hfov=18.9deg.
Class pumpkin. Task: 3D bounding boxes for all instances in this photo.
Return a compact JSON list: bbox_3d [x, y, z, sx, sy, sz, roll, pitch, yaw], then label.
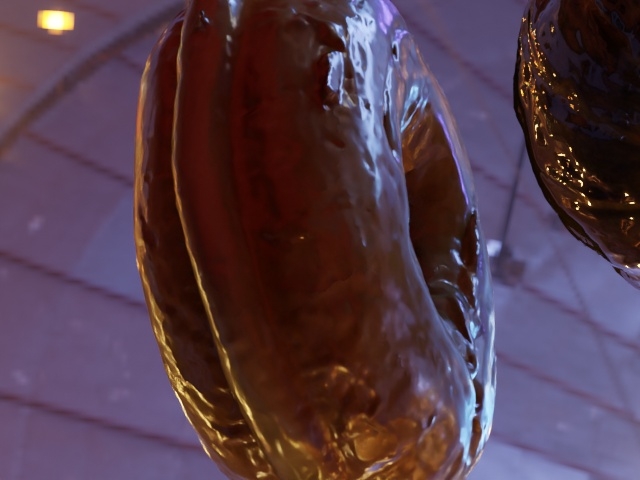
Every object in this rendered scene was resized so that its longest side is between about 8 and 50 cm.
[{"bbox_3d":[0.179,-0.070,0.736,0.219,0.219,0.162,7,-138,-3],"label":"pumpkin"}]

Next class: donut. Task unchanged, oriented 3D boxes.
[{"bbox_3d":[0.000,0.000,1.405,0.198,0.449,0.449,-14,-150,17],"label":"donut"}]
